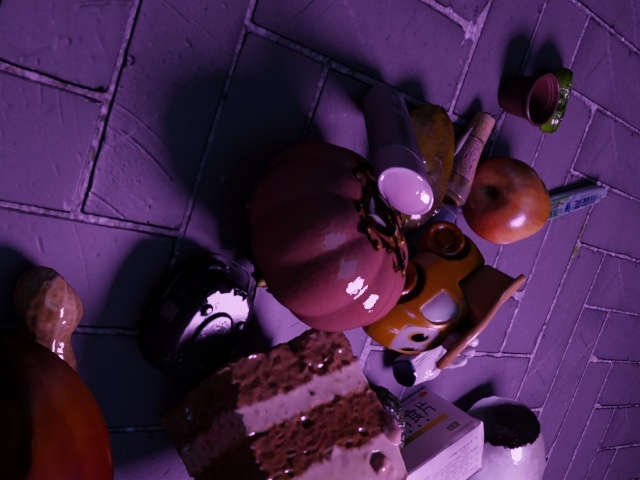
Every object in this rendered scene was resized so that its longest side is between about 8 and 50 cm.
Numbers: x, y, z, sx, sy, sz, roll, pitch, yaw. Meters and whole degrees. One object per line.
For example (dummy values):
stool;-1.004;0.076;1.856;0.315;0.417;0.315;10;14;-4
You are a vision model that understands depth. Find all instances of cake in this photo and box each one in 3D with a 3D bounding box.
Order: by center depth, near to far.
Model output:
cake;-0.059;0.324;1.062;0.282;0.290;0.255;-13;157;-38

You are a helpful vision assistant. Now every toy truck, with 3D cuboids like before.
toy truck;0.216;0.104;1.247;0.288;0.211;0.204;-37;163;-25

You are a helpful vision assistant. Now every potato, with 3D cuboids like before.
potato;0.182;-0.133;1.227;0.149;0.113;0.251;12;100;-47

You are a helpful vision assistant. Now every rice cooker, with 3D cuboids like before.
rice cooker;-0.188;0.118;1.024;0.142;0.118;0.203;30;92;-43

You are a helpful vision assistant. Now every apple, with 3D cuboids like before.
apple;0.392;-0.079;1.391;0.199;0.199;0.199;-17;118;-34

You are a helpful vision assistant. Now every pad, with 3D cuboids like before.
pad;0.201;0.016;1.382;0.243;0.004;0.163;-25;123;-29

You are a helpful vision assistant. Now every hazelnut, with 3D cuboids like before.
hazelnut;-0.444;0.277;0.730;0.409;0.359;0.359;-38;129;-13

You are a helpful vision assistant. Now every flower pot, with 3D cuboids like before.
flower pot;0.424;-0.297;1.374;0.111;0.089;0.111;-18;120;-34

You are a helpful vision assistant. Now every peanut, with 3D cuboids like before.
peanut;-0.369;0.124;0.905;0.089;0.089;0.192;-6;116;-38

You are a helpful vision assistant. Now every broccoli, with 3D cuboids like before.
broccoli;0.110;0.370;1.369;0.162;0.138;0.145;27;55;-9

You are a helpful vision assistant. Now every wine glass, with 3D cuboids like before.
wine glass;0.438;0.564;1.664;0.238;0.238;0.322;-23;125;-31

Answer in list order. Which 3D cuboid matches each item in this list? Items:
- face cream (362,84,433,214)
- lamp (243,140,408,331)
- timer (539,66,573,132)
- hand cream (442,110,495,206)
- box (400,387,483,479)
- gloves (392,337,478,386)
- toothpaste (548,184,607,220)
face cream;0.118;-0.154;1.067;0.073;0.269;0.107;-37;123;23
lamp;0.000;0.000;1.046;0.240;0.305;0.305;-23;135;25
timer;0.513;-0.301;1.445;0.128;0.047;0.140;-19;124;-68
hand cream;0.292;-0.169;1.332;0.084;0.084;0.203;39;77;-42
box;0.180;0.482;1.448;0.333;0.173;0.145;-23;120;-31
gloves;0.252;0.242;1.459;0.229;0.097;0.119;-17;123;-28
toothpaste;0.605;-0.092;1.645;0.297;0.048;0.074;-16;118;-31
